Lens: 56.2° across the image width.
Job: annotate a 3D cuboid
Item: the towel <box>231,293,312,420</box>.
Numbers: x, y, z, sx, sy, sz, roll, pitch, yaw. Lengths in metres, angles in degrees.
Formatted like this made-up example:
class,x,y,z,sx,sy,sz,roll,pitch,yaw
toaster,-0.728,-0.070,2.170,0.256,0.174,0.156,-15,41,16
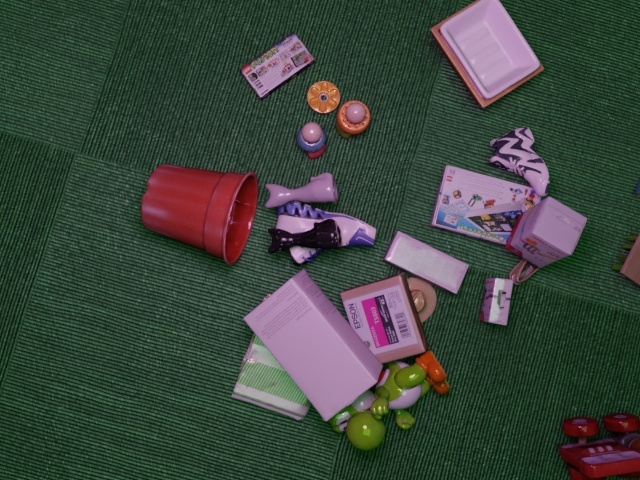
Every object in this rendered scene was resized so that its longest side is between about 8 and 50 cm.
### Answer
class,x,y,z,sx,sy,sz,roll,pitch,yaw
towel,-0.102,0.348,1.791,0.248,0.038,0.324,20,84,-1

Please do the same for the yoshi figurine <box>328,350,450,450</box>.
class,x,y,z,sx,sy,sz,roll,pitch,yaw
yoshi figurine,0.204,0.480,1.716,0.362,0.203,0.203,-28,94,-1

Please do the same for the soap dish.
class,x,y,z,sx,sy,sz,roll,pitch,yaw
soap dish,0.505,-0.577,1.838,0.229,0.118,0.291,-33,87,-4

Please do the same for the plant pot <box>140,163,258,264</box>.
class,x,y,z,sx,sy,sz,roll,pitch,yaw
plant pot,-0.347,-0.093,1.713,0.265,0.272,0.272,14,85,7

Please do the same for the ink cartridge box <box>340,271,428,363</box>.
class,x,y,z,sx,sy,sz,roll,pitch,yaw
ink cartridge box,0.187,0.232,1.755,0.193,0.088,0.234,-19,87,16

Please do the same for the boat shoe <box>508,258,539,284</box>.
class,x,y,z,sx,sy,sz,roll,pitch,yaw
boat shoe,0.653,0.060,1.818,0.068,0.072,0.190,38,85,1

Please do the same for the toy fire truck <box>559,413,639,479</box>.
class,x,y,z,sx,sy,sz,roll,pitch,yaw
toy fire truck,0.846,0.604,1.694,0.302,0.254,0.169,-6,86,-2

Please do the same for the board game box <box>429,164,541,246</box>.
class,x,y,z,sx,sy,sz,roll,pitch,yaw
board game box,0.505,-0.098,1.834,0.305,0.053,0.193,15,84,-1

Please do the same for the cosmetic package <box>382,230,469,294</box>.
class,x,y,z,sx,sy,sz,roll,pitch,yaw
cosmetic package,0.316,0.068,1.811,0.239,0.060,0.099,26,83,0

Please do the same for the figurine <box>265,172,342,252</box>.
class,x,y,z,sx,sy,sz,roll,pitch,yaw
figurine,-0.055,-0.073,1.694,0.209,0.092,0.214,-6,83,10

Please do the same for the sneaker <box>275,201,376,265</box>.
class,x,y,z,sx,sy,sz,roll,pitch,yaw
sneaker,-0.001,0.000,1.785,0.316,0.127,0.182,16,89,6

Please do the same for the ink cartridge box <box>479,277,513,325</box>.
class,x,y,z,sx,sy,sz,roll,pitch,yaw
ink cartridge box,0.525,0.181,1.792,0.056,0.099,0.135,10,84,0

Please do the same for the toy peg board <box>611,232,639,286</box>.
class,x,y,z,sx,sy,sz,roll,pitch,yaw
toy peg board,0.991,0.064,1.839,0.161,0.079,0.161,30,86,-15

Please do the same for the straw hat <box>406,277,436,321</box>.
class,x,y,z,sx,sy,sz,roll,pitch,yaw
straw hat,0.288,0.184,1.802,0.145,0.061,0.144,0,86,-1

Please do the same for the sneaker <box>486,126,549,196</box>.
class,x,y,z,sx,sy,sz,roll,pitch,yaw
sneaker,0.588,-0.225,1.817,0.153,0.094,0.235,-15,74,4

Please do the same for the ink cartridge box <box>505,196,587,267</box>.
class,x,y,z,sx,sy,sz,roll,pitch,yaw
ink cartridge box,0.639,-0.021,1.708,0.128,0.176,0.127,30,73,1

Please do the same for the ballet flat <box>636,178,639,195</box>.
class,x,y,z,sx,sy,sz,roll,pitch,yaw
ballet flat,1.064,-0.224,1.858,0.077,0.077,0.231,30,83,-16

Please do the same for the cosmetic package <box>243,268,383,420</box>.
class,x,y,z,sx,sy,sz,roll,pitch,yaw
cosmetic package,-0.017,0.287,1.678,0.197,0.155,0.365,-39,88,14

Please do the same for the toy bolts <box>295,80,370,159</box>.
class,x,y,z,sx,sy,sz,roll,pitch,yaw
toy bolts,0.013,-0.370,1.785,0.228,0.158,0.218,-40,88,-4

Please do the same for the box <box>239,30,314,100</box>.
class,x,y,z,sx,sy,sz,roll,pitch,yaw
box,-0.133,-0.540,1.854,0.207,0.036,0.114,-36,88,-4
